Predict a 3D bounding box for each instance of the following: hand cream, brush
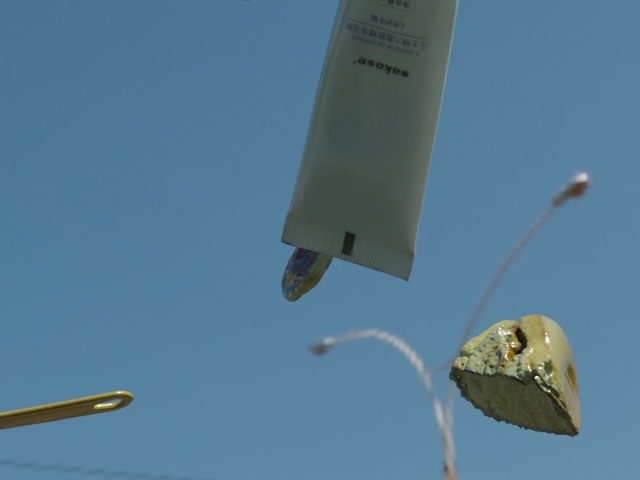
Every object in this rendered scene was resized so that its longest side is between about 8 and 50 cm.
[{"bbox_3d":[0.047,-0.133,1.195,0.109,0.320,0.067,17,17,17],"label":"hand cream"},{"bbox_3d":[-0.232,0.127,1.116,0.205,0.011,0.083,-7,-28,-15],"label":"brush"}]

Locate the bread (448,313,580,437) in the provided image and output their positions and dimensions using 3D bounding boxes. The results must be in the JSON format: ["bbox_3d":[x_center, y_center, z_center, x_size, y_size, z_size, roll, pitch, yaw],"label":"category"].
[{"bbox_3d":[0.227,0.137,1.689,0.156,0.110,0.103,14,-41,46],"label":"bread"}]

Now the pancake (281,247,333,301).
[{"bbox_3d":[0.000,0.004,1.495,0.023,0.116,0.129,30,-58,-10],"label":"pancake"}]
